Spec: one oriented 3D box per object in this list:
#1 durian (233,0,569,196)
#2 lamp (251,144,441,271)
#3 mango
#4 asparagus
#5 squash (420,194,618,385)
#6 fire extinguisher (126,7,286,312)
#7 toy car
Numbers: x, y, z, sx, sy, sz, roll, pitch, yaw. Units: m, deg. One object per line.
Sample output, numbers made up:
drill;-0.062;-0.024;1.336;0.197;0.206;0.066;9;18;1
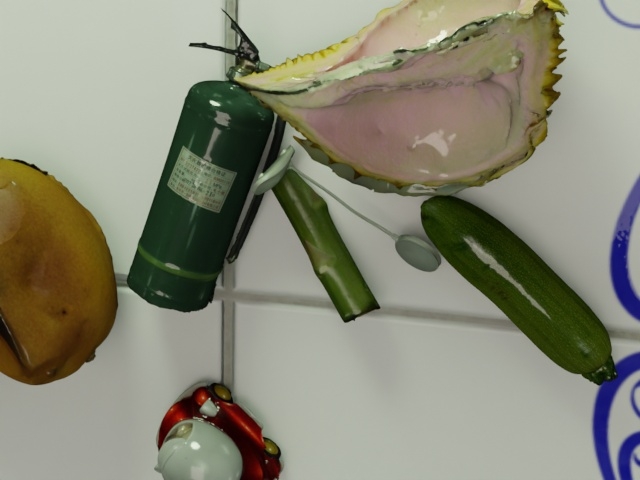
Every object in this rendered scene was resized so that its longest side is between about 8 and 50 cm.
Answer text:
durian;0.099;-0.122;1.087;0.305;0.185;0.196;-17;120;24
lamp;0.028;-0.018;1.166;0.198;0.056;0.050;34;155;-5
mango;-0.297;0.025;1.210;0.136;0.166;0.236;-17;101;47
asparagus;0.000;0.000;1.199;0.045;0.041;0.178;-28;84;-15
squash;0.198;0.047;1.152;0.258;0.069;0.069;43;110;-2
fire extinguisher;-0.105;-0.077;1.173;0.118;0.093;0.294;18;110;-9
toy car;-0.115;0.232;1.254;0.139;0.112;0.112;37;110;0
